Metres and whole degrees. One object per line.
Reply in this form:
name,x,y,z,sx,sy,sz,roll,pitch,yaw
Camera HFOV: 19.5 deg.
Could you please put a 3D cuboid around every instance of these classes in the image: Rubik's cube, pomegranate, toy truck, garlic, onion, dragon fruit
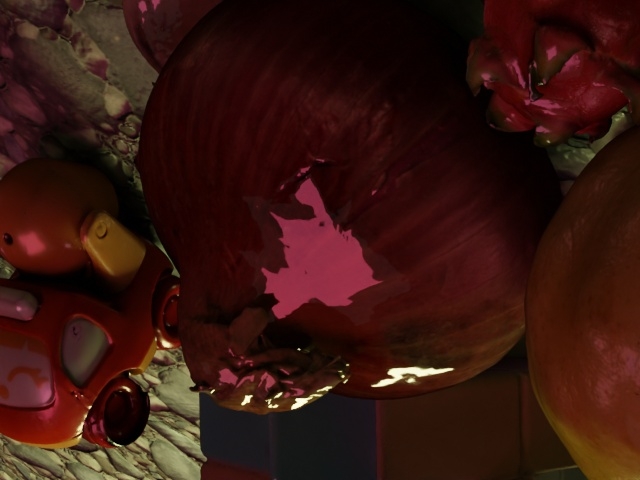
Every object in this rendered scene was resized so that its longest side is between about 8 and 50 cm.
Rubik's cube,0.063,0.238,1.650,0.387,0.358,0.368,-1,-178,24
pomegranate,0.303,0.049,1.232,0.332,0.332,0.332,25,149,16
toy truck,-0.267,0.061,1.855,0.189,0.265,0.239,8,151,35
garlic,-0.106,-0.188,1.507,0.101,0.087,0.195,-3,134,27
onion,0.028,-0.030,1.393,0.353,0.354,0.354,25,149,16
dragon fruit,0.179,-0.167,1.216,0.137,0.135,0.236,18,115,-12

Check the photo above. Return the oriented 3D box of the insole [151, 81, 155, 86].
insole,-0.113,-0.121,1.590,0.064,0.004,0.188,22,-178,-10
